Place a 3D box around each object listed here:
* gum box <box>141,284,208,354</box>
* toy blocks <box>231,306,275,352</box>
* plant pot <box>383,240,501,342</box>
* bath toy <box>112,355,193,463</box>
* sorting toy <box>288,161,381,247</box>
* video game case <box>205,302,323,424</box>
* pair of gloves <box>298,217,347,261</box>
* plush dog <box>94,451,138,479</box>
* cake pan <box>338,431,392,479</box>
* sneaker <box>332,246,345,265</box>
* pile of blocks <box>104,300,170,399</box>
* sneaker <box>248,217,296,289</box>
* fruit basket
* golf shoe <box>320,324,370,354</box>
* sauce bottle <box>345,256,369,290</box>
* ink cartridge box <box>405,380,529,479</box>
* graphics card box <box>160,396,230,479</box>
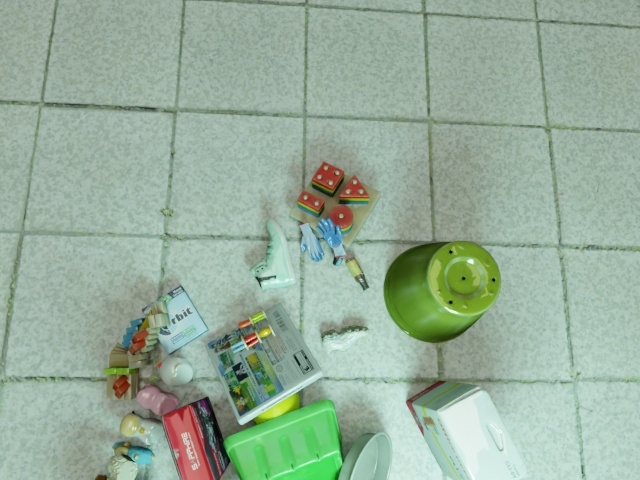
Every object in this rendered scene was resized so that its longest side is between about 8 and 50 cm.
[{"bbox_3d":[-0.503,0.275,1.805,0.156,0.041,0.185,-33,82,-10],"label":"gum box"},{"bbox_3d":[-0.240,0.305,1.752,0.148,0.054,0.123,-26,47,-8],"label":"toy blocks"},{"bbox_3d":[0.429,0.152,1.758,0.365,0.353,0.367,1,76,-5],"label":"plant pot"},{"bbox_3d":[-0.548,0.537,1.703,0.151,0.129,0.349,36,73,-42],"label":"bath toy"},{"bbox_3d":[0.055,-0.146,1.893,0.255,0.089,0.257,28,67,12],"label":"sorting toy"},{"bbox_3d":[-0.193,0.394,1.720,0.299,0.036,0.329,-28,47,-11],"label":"video game case"},{"bbox_3d":[0.000,0.000,1.850,0.023,0.198,0.160,-40,112,-50],"label":"pair of gloves"},{"bbox_3d":[-0.604,0.809,1.582,0.262,0.225,0.211,44,52,-3],"label":"plush dog"},{"bbox_3d":[0.140,0.747,1.651,0.054,0.293,0.294,9,73,34],"label":"cake pan"},{"bbox_3d":[0.053,0.005,1.911,0.078,0.067,0.188,-2,72,1],"label":"sneaker"},{"bbox_3d":[-0.624,0.359,1.711,0.148,0.112,0.363,22,83,6],"label":"pile of blocks"},{"bbox_3d":[-0.192,0.050,1.855,0.150,0.094,0.256,-14,81,-14],"label":"sneaker"},{"bbox_3d":[-0.123,0.620,1.686,0.391,0.283,0.392,-8,36,6],"label":"fruit basket"},{"bbox_3d":[0.092,0.351,1.839,0.176,0.069,0.086,-11,98,-5],"label":"golf shoe"},{"bbox_3d":[0.137,0.123,1.899,0.042,0.042,0.128,-28,83,-11],"label":"sauce bottle"},{"bbox_3d":[0.439,0.605,1.633,0.160,0.385,0.279,-26,80,-10],"label":"ink cartridge box"},{"bbox_3d":[-0.367,0.607,1.569,0.094,0.371,0.233,-21,78,-9],"label":"graphics card box"}]
